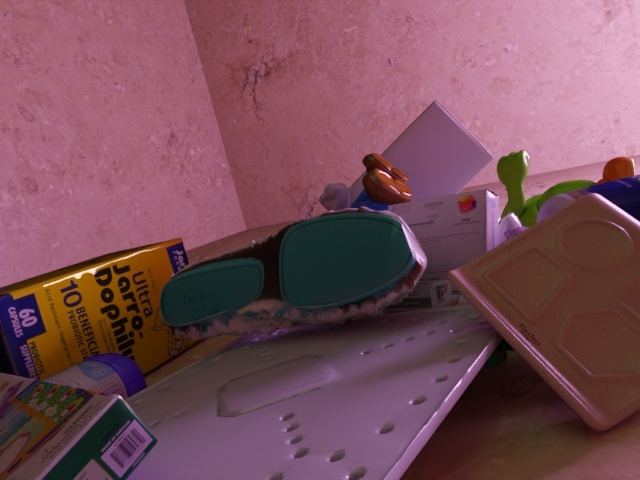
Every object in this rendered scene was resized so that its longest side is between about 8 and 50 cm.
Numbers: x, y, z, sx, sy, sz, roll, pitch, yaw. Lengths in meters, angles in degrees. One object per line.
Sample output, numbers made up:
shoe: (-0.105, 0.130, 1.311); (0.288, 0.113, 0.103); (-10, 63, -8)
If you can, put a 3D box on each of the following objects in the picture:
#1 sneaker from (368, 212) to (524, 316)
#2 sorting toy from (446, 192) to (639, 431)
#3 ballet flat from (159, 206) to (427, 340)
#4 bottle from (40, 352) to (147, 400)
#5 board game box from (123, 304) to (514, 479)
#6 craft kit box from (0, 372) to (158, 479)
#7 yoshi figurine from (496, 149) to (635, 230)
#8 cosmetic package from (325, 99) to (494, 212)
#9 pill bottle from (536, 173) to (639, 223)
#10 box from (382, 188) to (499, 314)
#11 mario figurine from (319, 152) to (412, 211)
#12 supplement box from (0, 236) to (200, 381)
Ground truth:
sneaker: (0.162, 0.035, 0.786); (0.305, 0.152, 0.114); (-11, 9, 37)
sorting toy: (0.254, 0.053, 0.502); (0.208, 0.038, 0.193); (-25, 47, -14)
ballet flat: (-0.036, 0.056, 0.732); (0.409, 0.147, 0.147); (-13, 7, 30)
bottle: (-0.332, 0.218, 0.593); (0.118, 0.092, 0.283); (-7, 11, 39)
board game box: (-0.039, 0.160, 0.529); (0.390, 0.050, 0.390); (-12, 5, 35)
craft kit box: (-0.276, 0.209, 0.387); (0.246, 0.061, 0.250); (-11, 29, 43)
yoshi figurine: (0.340, -0.038, 0.924); (0.362, 0.203, 0.203); (-13, -8, 31)
cosmetic package: (0.142, -0.084, 1.058); (0.365, 0.155, 0.197); (-45, -1, 17)
pill bottle: (0.411, -0.009, 0.640); (0.265, 0.153, 0.153); (-14, 8, 1)
box: (0.148, 0.038, 0.681); (0.145, 0.186, 0.038); (-8, -17, 41)
mario figurine: (0.000, 0.000, 0.894); (0.320, 0.170, 0.198); (-54, -23, 22)
supplement box: (-0.383, 0.139, 0.880); (0.195, 0.194, 0.356); (-11, 9, 29)
